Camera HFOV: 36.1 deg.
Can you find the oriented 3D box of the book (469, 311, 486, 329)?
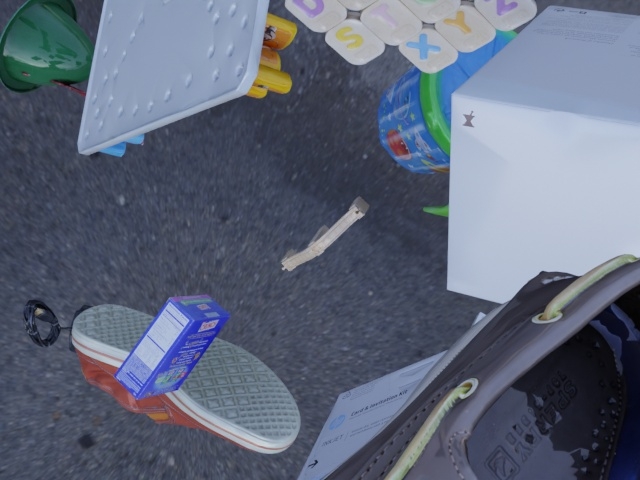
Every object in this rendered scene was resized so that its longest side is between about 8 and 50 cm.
[{"bbox_3d":[0.298,0.211,1.766,0.096,0.035,0.144,32,60,3],"label":"book"}]

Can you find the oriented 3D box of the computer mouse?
[{"bbox_3d":[-0.325,0.117,1.312,0.041,0.242,0.071,6,81,13],"label":"computer mouse"}]

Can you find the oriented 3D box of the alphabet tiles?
[{"bbox_3d":[0.102,-0.299,1.111,0.278,0.284,0.021,36,46,-34],"label":"alphabet tiles"}]

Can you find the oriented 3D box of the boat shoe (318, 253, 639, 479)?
[{"bbox_3d":[0.056,0.112,0.346,0.116,0.096,0.324,48,50,0],"label":"boat shoe"}]

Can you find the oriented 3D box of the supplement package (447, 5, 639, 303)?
[{"bbox_3d":[0.258,-0.076,0.908,0.199,0.198,0.262,14,34,26],"label":"supplement package"}]

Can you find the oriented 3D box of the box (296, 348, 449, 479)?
[{"bbox_3d":[0.043,0.136,0.557,0.038,0.145,0.186,51,35,-15],"label":"box"}]

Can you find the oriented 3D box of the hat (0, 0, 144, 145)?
[{"bbox_3d":[-0.365,-0.266,1.523,0.183,0.208,0.173,31,104,14],"label":"hat"}]

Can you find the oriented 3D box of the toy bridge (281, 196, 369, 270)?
[{"bbox_3d":[0.000,0.000,1.588,0.026,0.063,0.188,46,123,-10],"label":"toy bridge"}]

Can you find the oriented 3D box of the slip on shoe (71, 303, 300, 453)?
[{"bbox_3d":[-0.167,0.180,1.203,0.331,0.101,0.123,20,35,25],"label":"slip on shoe"}]

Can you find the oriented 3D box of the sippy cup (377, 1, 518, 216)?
[{"bbox_3d":[0.211,-0.206,1.570,0.240,0.224,0.305,46,66,-16],"label":"sippy cup"}]

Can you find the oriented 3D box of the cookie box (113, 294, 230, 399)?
[{"bbox_3d":[-0.155,0.111,1.036,0.040,0.092,0.107,40,101,16],"label":"cookie box"}]

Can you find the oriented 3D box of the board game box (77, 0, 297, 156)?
[{"bbox_3d":[-0.118,-0.291,0.966,0.050,0.390,0.390,14,79,-31],"label":"board game box"}]
